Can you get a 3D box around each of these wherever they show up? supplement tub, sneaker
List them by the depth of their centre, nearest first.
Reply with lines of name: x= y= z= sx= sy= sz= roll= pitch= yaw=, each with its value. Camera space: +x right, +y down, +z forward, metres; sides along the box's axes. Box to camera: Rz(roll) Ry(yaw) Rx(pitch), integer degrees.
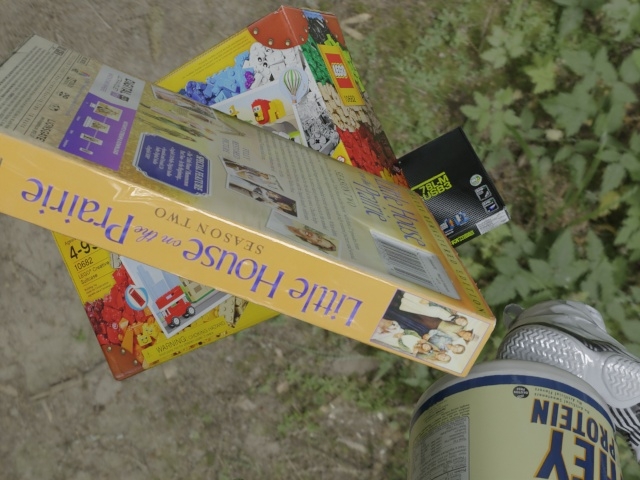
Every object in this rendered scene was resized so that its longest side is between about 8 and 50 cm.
supplement tub: x=0.205 y=0.314 z=0.955 sx=0.235 sy=0.325 sz=0.235 roll=4 pitch=132 yaw=5
sneaker: x=0.400 y=0.187 z=1.205 sx=0.366 sy=0.210 sz=0.137 roll=25 pitch=108 yaw=0

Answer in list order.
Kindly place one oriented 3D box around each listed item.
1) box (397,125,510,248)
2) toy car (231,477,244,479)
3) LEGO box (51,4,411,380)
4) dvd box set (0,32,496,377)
box: x=0.176 y=-0.066 z=1.434 sx=0.191 sy=0.184 sz=0.045 roll=-27 pitch=146 yaw=9
toy car: x=-0.198 y=0.505 z=1.565 sx=0.053 sy=0.239 sz=0.225 roll=21 pitch=105 yaw=-43
LEGO box: x=-0.141 y=-0.058 z=1.347 sx=0.500 sy=0.193 sz=0.372 roll=-25 pitch=88 yaw=26
dvd box set: x=-0.080 y=-0.044 z=0.782 sx=0.420 sy=0.307 sz=0.062 roll=21 pitch=109 yaw=-15
